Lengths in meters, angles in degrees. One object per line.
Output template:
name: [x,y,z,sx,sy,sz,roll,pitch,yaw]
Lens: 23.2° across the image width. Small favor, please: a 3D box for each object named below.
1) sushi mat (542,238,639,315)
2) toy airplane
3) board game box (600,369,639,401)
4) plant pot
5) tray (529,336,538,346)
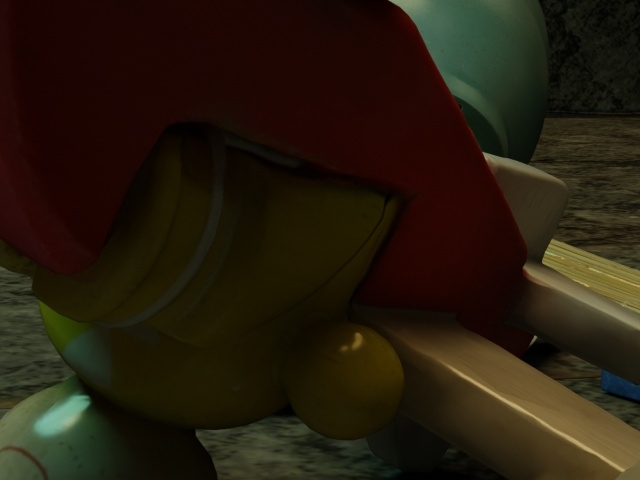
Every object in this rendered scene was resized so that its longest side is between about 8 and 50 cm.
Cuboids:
sushi mat: [0.134,0.004,1.101,0.316,0.019,0.151,23,15,38]
toy airplane: [-0.019,0.023,0.569,0.384,0.272,0.386,38,-10,-14]
board game box: [0.277,0.070,0.870,0.201,0.035,0.136,-5,10,-34]
plant pot: [0.064,-0.107,1.339,0.293,0.293,0.196,1,35,-2]
tray: [0.010,0.053,0.971,0.270,0.030,0.145,4,10,20]
